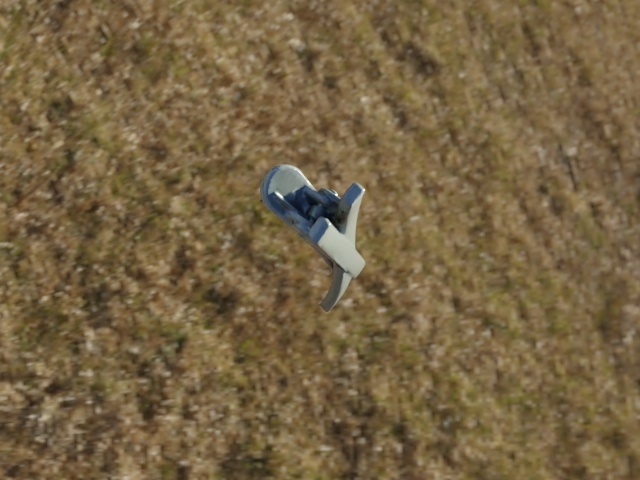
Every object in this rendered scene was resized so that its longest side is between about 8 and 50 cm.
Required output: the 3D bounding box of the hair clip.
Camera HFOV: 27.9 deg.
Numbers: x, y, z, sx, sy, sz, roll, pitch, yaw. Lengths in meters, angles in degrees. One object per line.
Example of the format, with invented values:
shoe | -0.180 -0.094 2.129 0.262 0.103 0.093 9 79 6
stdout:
hair clip | 0.001 -0.001 0.561 0.039 0.115 0.030 42 79 19
